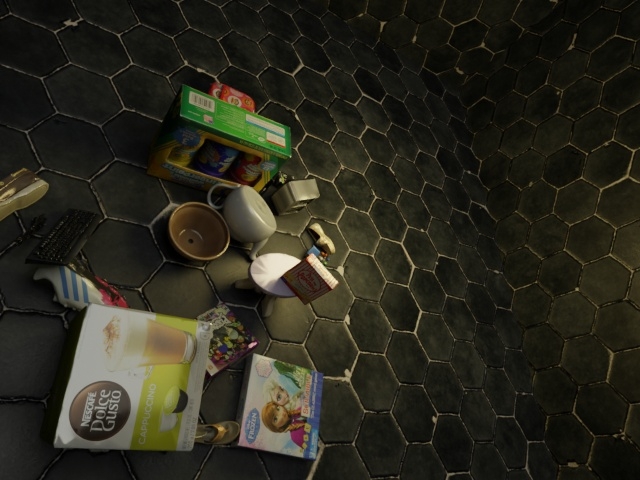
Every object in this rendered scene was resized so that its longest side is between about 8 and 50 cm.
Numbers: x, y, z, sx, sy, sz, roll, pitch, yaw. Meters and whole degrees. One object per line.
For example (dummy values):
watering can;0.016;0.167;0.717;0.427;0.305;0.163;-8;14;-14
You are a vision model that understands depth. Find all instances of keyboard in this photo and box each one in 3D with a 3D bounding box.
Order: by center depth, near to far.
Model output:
keyboard;-0.821;-0.022;1.445;0.201;0.033;0.317;4;29;-8

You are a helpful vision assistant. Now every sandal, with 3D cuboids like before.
sandal;-0.351;0.625;1.524;0.180;0.049;0.072;6;60;-18

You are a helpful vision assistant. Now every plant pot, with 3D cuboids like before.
plant pot;-0.473;-0.018;1.768;0.237;0.109;0.238;19;56;-31

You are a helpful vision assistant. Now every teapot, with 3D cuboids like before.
teapot;-0.316;-0.089;1.890;0.252;0.187;0.256;41;20;-53

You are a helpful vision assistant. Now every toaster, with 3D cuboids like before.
toaster;-0.119;-0.201;2.110;0.185;0.168;0.110;-12;75;-42

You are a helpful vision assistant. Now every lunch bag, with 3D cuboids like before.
lunch bag;-0.439;-0.563;2.102;0.258;0.120;0.293;21;53;-24

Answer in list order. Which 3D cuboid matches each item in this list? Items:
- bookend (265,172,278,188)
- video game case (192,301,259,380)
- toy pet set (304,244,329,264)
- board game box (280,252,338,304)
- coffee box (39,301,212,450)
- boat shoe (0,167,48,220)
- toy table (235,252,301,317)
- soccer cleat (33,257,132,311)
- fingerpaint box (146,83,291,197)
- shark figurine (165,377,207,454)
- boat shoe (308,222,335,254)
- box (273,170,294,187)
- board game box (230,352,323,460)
bookend;-0.266;-0.349;2.143;0.156;0.072;0.157;36;48;-17
video game case;-0.366;0.347;1.653;0.210;0.042;0.232;46;41;15
toy pet set;-0.005;0.073;2.119;0.114;0.065;0.122;45;46;-9
board game box;-0.044;0.146;1.737;0.147;0.193;0.045;48;48;-4
coffee box;-0.541;0.387;1.300;0.334;0.338;0.338;17;66;-30
boat shoe;-0.991;-0.119;1.415;0.096;0.116;0.324;43;43;-5
toy table;-0.187;0.163;1.860;0.274;0.161;0.252;21;55;-27
soccer cleat;-0.737;0.174;1.470;0.143;0.116;0.331;-38;112;-2
fingerpaint box;-0.397;-0.349;1.832;0.444;0.371;0.163;16;55;-32
shark figurine;-0.411;0.571;1.493;0.116;0.166;0.278;17;29;-13
boat shoe;0.000;0.000;2.171;0.059;0.063;0.170;-26;74;-41
box;-0.171;-0.277;2.191;0.083;0.052;0.062;18;57;-31
board game box;-0.145;0.609;1.709;0.317;0.066;0.319;23;54;-27
